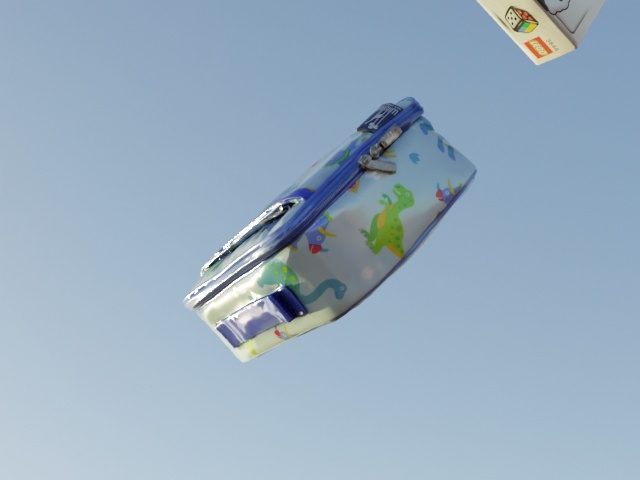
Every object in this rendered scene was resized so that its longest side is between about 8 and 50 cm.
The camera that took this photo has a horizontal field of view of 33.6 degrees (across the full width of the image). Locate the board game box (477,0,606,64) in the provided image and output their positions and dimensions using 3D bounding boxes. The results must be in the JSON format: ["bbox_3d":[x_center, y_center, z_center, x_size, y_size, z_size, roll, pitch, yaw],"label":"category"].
[{"bbox_3d":[0.190,-0.314,0.838,0.193,0.305,0.053,42,-25,-19],"label":"board game box"}]

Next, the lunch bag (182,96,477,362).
[{"bbox_3d":[0.000,0.000,0.765,0.090,0.176,0.219,47,-29,-5],"label":"lunch bag"}]
